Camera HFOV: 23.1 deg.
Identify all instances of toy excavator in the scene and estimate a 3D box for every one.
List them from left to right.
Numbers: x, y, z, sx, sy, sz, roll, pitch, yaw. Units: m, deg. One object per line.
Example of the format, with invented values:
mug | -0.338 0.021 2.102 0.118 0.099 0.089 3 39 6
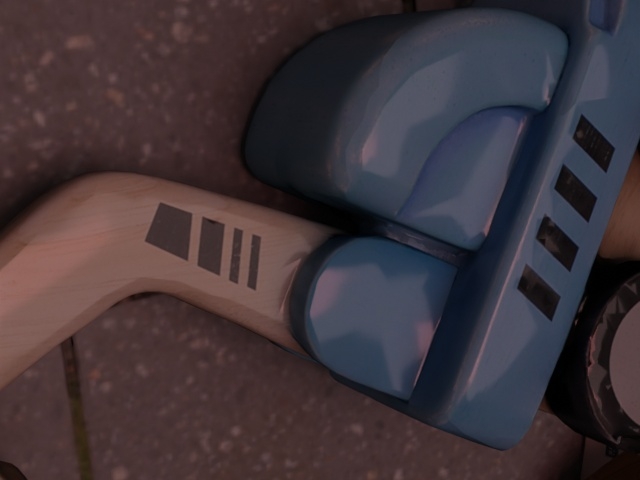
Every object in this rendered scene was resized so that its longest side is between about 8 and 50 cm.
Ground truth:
toy excavator | 0.000 0.000 0.865 0.445 0.222 0.433 23 88 -20

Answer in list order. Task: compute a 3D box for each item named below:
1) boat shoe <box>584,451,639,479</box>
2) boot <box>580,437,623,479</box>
boat shoe | 0.196 0.282 1.063 0.123 0.123 0.342 22 100 -44
boot | 0.235 0.111 1.101 0.086 0.069 0.190 -7 113 -37
